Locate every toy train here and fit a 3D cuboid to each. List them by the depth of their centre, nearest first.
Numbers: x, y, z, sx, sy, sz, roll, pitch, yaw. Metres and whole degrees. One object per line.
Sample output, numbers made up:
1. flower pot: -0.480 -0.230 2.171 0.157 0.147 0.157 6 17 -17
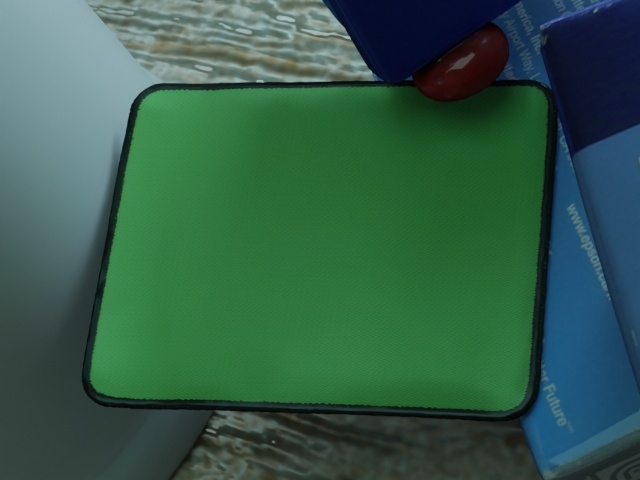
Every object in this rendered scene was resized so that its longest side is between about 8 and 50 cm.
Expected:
1. toy train: 0.096 -0.174 0.736 0.248 0.105 0.143 -35 28 -4

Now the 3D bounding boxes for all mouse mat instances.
1. mouse mat: 0.000 0.000 0.707 0.190 0.007 0.152 0 65 16

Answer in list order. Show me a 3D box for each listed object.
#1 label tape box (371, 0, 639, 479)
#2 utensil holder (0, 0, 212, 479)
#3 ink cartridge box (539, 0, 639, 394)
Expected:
1. label tape box: 0.219 -0.058 0.724 0.348 0.115 0.249 -26 55 9
2. utensil holder: -0.254 -0.045 0.765 0.328 0.385 0.327 -11 58 18
3. ink cartridge box: 0.235 0.027 0.516 0.270 0.151 0.395 -21 57 15
